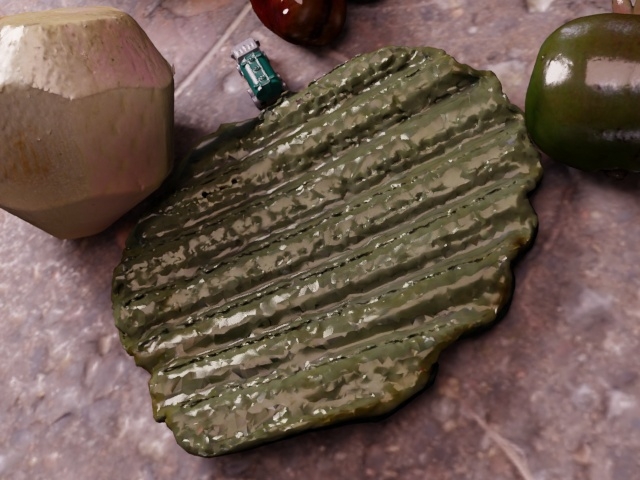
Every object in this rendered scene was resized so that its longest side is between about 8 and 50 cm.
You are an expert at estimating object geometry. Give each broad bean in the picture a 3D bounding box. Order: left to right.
[{"bbox_3d":[-0.030,-0.279,0.952,0.114,0.084,0.165,-48,51,17],"label":"broad bean"}]

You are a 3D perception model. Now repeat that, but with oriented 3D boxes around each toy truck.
[{"bbox_3d":[-0.066,-0.178,0.935,0.039,0.044,0.083,-29,56,0],"label":"toy truck"}]

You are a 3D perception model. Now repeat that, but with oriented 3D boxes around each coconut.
[{"bbox_3d":[-0.247,-0.116,0.883,0.197,0.237,0.237,-14,50,-30],"label":"coconut"}]

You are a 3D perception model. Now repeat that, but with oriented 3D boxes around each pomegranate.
[{"bbox_3d":[0.258,-0.141,0.753,0.152,0.131,0.191,6,46,23],"label":"pomegranate"}]

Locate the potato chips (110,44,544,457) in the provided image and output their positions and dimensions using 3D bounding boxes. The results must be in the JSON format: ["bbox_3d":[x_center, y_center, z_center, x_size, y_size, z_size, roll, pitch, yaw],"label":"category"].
[{"bbox_3d":[0.000,0.000,0.797,0.429,0.070,0.358,-25,54,6],"label":"potato chips"}]
